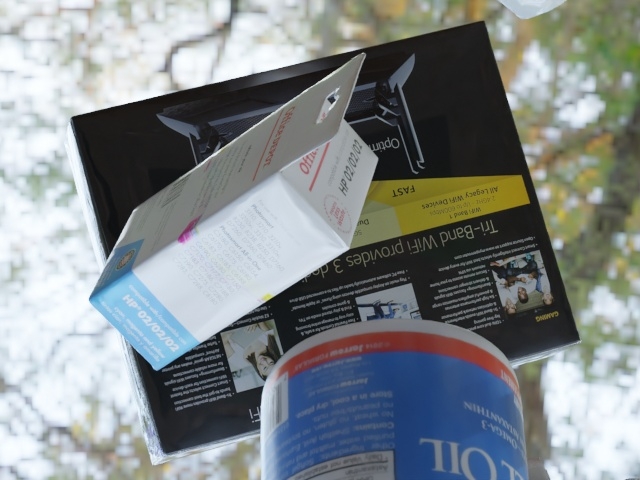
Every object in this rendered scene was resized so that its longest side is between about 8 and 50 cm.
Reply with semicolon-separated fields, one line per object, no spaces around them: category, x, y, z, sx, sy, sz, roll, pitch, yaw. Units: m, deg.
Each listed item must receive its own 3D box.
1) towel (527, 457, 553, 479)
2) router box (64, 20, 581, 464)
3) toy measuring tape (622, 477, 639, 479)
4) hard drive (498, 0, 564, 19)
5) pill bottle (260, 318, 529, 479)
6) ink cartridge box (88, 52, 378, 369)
towel;0.057;0.280;1.163;0.317;0.053;0.332;-4;-128;-26
router box;0.000;0.000;1.391;0.309;0.243;0.081;-14;172;-12
toy measuring tape;0.209;0.088;0.658;0.330;0.121;0.121;-12;-166;30
hard drive;0.052;-0.200;0.591;0.307;0.203;0.040;29;-149;-46
pill bottle;0.036;0.156;0.872;0.124;0.124;0.221;1;-126;-4
ink cartridge box;-0.033;-0.016;1.094;0.181;0.061;0.104;-33;-160;27
